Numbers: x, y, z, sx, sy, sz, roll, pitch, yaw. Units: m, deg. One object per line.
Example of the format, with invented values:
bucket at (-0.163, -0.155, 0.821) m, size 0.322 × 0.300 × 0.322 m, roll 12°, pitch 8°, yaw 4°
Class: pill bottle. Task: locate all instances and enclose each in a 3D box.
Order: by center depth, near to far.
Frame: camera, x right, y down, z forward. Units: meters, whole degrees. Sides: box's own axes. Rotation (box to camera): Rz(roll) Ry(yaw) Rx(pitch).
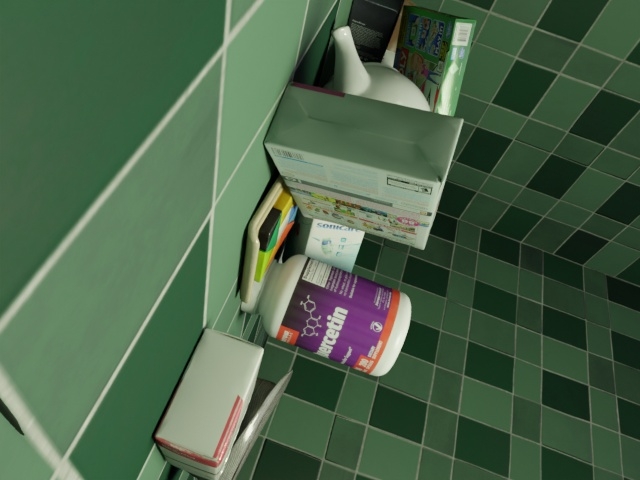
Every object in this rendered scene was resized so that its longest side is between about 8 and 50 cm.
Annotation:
pill bottle at (0.009, 0.142, 1.045) m, size 0.181 × 0.323 × 0.181 m, roll 20°, pitch 90°, yaw -89°

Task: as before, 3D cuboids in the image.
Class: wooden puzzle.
wooden puzzle at (-0.076, -0.033, 0.872) m, size 0.221 × 0.044 × 0.238 m, roll 109°, pitch 1°, yaw -56°

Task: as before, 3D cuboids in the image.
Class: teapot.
teapot at (0.088, -0.240, 0.958) m, size 0.256 × 0.253 × 0.186 m, roll 143°, pitch -52°, yaw -58°

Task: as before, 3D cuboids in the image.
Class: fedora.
fedora at (-0.172, 0.341, 0.959) m, size 0.275 × 0.124 × 0.243 m, roll -60°, pitch 173°, yaw -25°

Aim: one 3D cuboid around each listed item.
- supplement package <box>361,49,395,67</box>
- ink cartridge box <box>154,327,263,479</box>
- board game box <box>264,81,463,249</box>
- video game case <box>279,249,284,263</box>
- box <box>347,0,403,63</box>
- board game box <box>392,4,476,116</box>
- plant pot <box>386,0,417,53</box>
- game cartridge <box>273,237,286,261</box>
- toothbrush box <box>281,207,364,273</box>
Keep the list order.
supplement package at (0.084, -0.322, 1.202) m, size 0.139 × 0.134 × 0.243 m, roll 110°, pitch 1°, yaw -77°
ink cartridge box at (-0.157, 0.245, 0.739) m, size 0.217 × 0.092 × 0.158 m, roll 106°, pitch 4°, yaw -57°
board game box at (0.068, -0.093, 0.749) m, size 0.303 × 0.224 × 0.097 m, roll 68°, pitch 40°, yaw -73°
video game case at (-0.116, 0.059, 1.550) m, size 0.173 × 0.022 × 0.190 m, roll 109°, pitch 1°, yaw -55°
box at (0.120, -0.482, 1.061) m, size 0.158 × 0.093 × 0.155 m, roll 106°, pitch 4°, yaw -67°
board game box at (0.202, -0.292, 1.031) m, size 0.213 × 0.046 × 0.317 m, roll -122°, pitch -146°, yaw -55°
plant pot at (0.159, -0.504, 1.292) m, size 0.165 × 0.167 × 0.167 m, roll -62°, pitch 178°, yaw -13°
game cartridge at (-0.111, 0.031, 1.355) m, size 0.056 × 0.017 × 0.083 m, roll -83°, pitch -166°, yaw -77°
toothbrush box at (0.000, 0.000, 1.210) m, size 0.216 × 0.126 × 0.295 m, roll -103°, pitch -156°, yaw -52°
